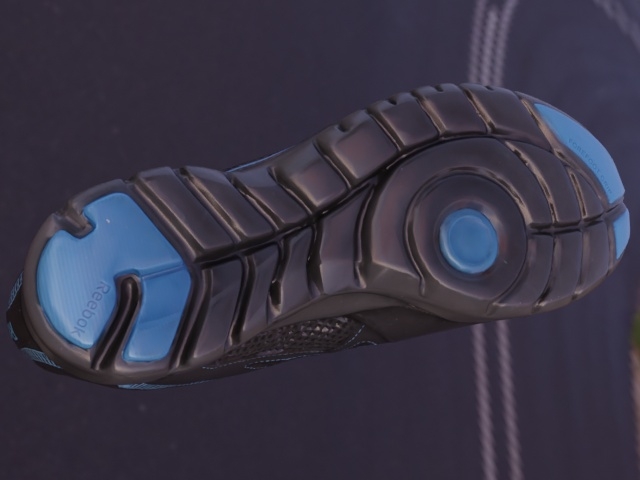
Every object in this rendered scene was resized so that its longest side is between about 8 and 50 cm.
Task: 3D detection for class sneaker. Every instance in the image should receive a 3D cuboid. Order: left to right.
[{"bbox_3d":[0.000,0.000,0.867,0.139,0.340,0.125,150,-70,-66],"label":"sneaker"}]
